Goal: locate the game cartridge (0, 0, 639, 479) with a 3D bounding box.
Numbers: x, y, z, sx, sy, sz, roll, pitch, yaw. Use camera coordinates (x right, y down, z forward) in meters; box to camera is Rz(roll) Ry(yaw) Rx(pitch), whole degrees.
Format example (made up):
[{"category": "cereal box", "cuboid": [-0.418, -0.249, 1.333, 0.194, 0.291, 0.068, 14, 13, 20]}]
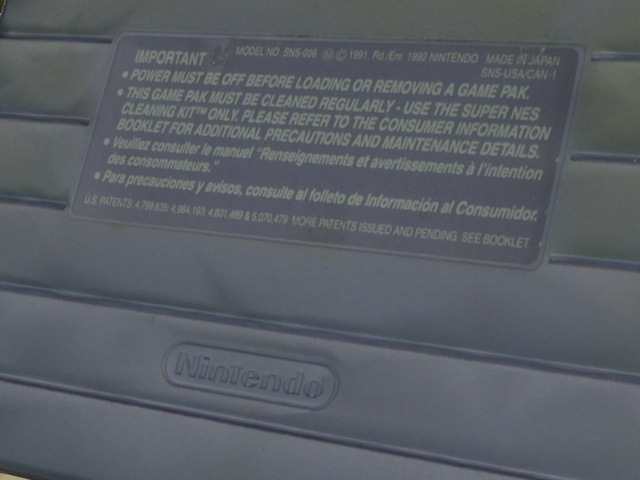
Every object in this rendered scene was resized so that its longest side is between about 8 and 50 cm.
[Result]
[{"category": "game cartridge", "cuboid": [0.000, 0.000, 0.592, 0.355, 0.068, 0.230, 7, 72, 31]}]
